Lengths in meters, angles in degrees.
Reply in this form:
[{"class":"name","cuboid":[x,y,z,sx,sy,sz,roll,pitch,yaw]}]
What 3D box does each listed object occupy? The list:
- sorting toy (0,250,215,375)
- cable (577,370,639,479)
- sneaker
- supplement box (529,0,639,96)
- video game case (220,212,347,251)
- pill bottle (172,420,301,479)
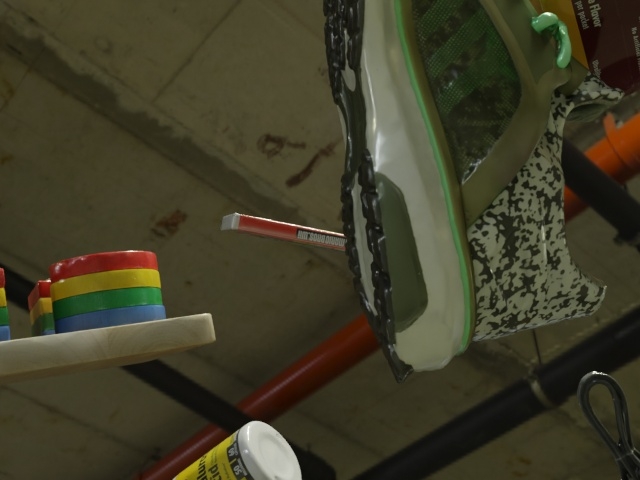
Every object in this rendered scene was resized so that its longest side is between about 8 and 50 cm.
[{"class":"sorting toy","cuboid":[-0.254,0.074,0.693,0.256,0.089,0.257,-6,-9,-26]},{"class":"cable","cuboid":[0.461,0.333,1.171,0.139,0.287,0.072,-41,-16,13]},{"class":"sneaker","cuboid":[0.103,-0.117,0.532,0.182,0.158,0.410,-4,-88,-8]},{"class":"supplement box","cuboid":[0.241,-0.230,0.625,0.194,0.191,0.129,-25,-52,9]},{"class":"video game case","cuboid":[0.000,0.000,1.184,0.285,0.204,0.025,11,-92,-11]},{"class":"pill bottle","cuboid":[-0.077,0.196,0.611,0.116,0.065,0.065,-39,-60,15]}]
